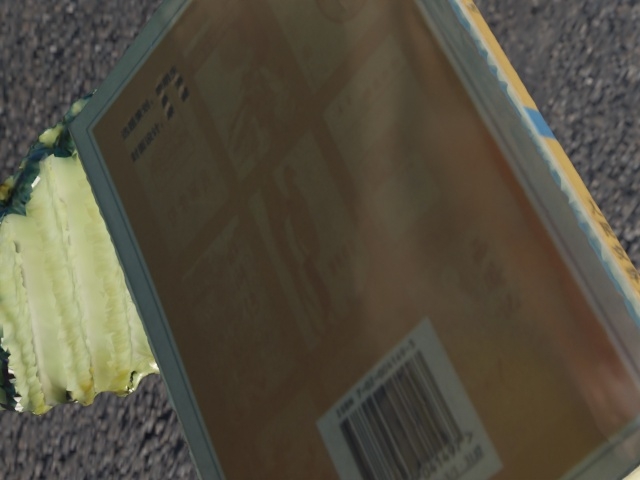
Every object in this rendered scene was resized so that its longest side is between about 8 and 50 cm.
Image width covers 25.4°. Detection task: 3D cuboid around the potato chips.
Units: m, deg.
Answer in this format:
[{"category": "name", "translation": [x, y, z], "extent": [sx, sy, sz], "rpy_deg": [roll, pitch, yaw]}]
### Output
[{"category": "potato chips", "translation": [-0.204, 0.013, 1.356], "extent": [0.358, 0.429, 0.070], "rpy_deg": [-31, 57, -25]}]

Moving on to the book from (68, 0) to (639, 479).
[{"category": "book", "translation": [0.001, 0.000, 0.434], "extent": [0.018, 0.170, 0.241], "rpy_deg": [8, 46, -42]}]
